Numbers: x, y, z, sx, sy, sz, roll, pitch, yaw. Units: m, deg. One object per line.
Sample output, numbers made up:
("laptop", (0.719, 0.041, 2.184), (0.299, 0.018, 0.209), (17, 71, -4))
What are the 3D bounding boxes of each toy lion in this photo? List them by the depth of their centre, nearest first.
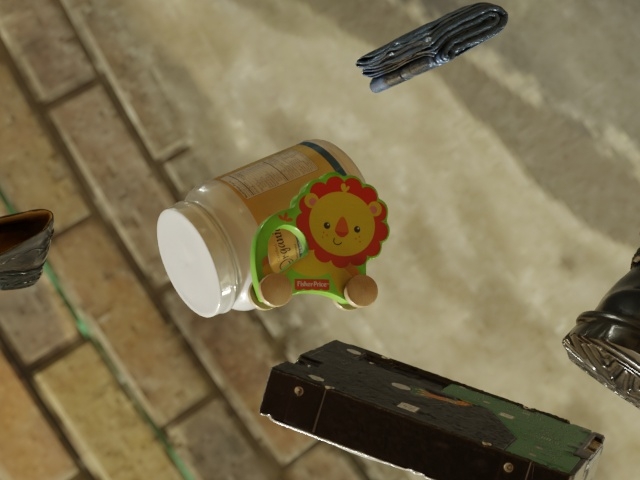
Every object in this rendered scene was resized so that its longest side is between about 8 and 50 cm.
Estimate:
("toy lion", (0.000, 0.000, 1.174), (0.034, 0.100, 0.096), (157, 112, -69))

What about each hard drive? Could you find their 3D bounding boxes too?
("hard drive", (0.127, 0.202, 1.841), (0.339, 0.237, 0.064), (18, 100, 15))

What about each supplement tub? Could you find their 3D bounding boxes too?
("supplement tub", (-0.057, -0.012, 1.789), (0.144, 0.199, 0.144), (40, 143, 39))

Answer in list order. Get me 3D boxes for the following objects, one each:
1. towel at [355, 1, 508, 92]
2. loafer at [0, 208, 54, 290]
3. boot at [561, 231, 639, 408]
("towel", (0.075, -0.134, 1.151), (0.029, 0.067, 0.119), (62, 157, -5))
("loafer", (-0.275, 0.006, 1.311), (0.062, 0.170, 0.061), (39, 116, 20))
("boot", (0.312, 0.014, 1.345), (0.131, 0.260, 0.348), (36, 180, 3))
